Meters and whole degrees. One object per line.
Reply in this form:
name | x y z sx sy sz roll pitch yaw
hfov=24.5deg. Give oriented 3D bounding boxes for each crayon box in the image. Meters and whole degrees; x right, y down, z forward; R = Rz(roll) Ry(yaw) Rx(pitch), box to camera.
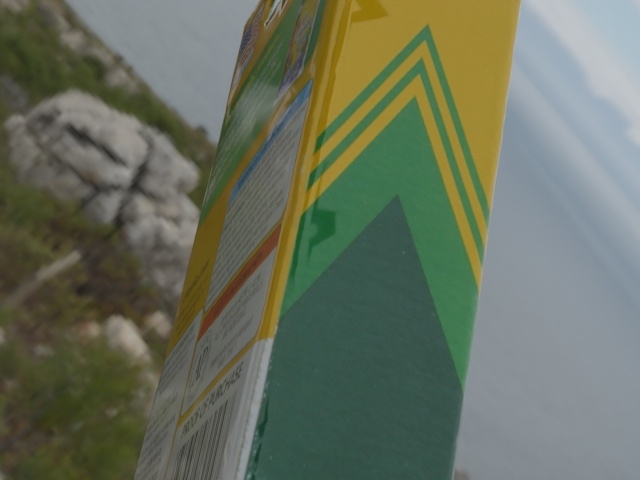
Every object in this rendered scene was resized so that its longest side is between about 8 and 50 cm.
crayon box | 0.000 0.000 0.637 0.083 0.203 0.323 17 63 -13
